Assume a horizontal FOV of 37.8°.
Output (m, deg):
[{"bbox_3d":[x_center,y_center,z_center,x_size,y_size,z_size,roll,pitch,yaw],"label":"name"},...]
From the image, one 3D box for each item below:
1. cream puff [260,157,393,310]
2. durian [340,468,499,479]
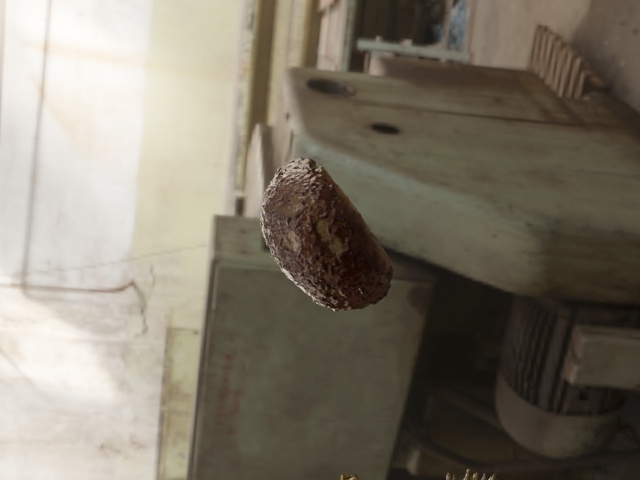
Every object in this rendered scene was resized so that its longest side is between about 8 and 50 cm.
[{"bbox_3d":[0.000,0.000,0.832,0.149,0.084,0.149,57,-179,-1],"label":"cream puff"},{"bbox_3d":[0.089,0.220,0.645,0.146,0.208,0.102,-49,13,24],"label":"durian"}]
